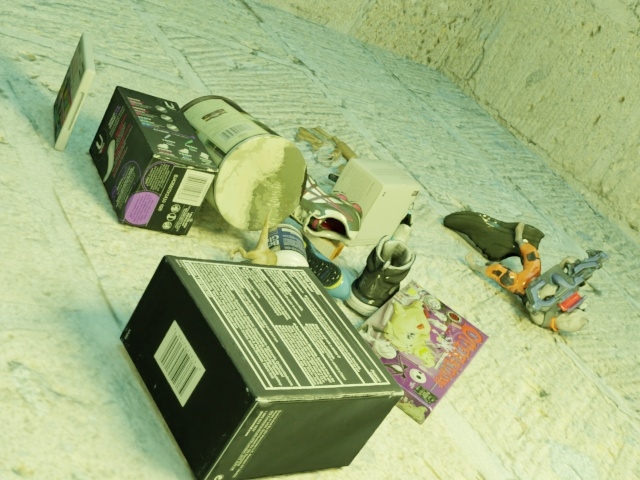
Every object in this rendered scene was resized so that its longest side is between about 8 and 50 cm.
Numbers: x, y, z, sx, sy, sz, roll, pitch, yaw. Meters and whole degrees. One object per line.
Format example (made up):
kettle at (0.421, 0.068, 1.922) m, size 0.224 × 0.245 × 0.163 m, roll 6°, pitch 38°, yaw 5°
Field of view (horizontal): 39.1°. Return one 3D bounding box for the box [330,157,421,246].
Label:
box at (0.118, -0.093, 2.174) m, size 0.119 × 0.182 × 0.181 m, roll 41°, pitch 24°, yaw 27°

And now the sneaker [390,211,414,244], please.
sneaker at (0.212, -0.044, 2.320) m, size 0.071 × 0.083 × 0.190 m, roll 25°, pitch 22°, yaw -12°

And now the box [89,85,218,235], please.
box at (-0.332, -0.157, 1.764) m, size 0.143 × 0.165 × 0.270 m, roll 11°, pitch 30°, yaw -37°

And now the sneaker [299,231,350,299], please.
sneaker at (-0.013, 0.057, 1.878) m, size 0.209 × 0.069 × 0.082 m, roll 40°, pitch -9°, yaw 40°

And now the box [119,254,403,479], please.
box at (-0.090, 0.187, 1.345) m, size 0.294 × 0.182 × 0.296 m, roll 6°, pitch 35°, yaw -44°

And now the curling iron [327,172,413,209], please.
curling iron at (0.137, -0.134, 2.458) m, size 0.274 × 0.035 × 0.068 m, roll 15°, pitch 65°, yaw -26°

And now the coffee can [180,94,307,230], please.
coffee can at (-0.179, -0.163, 1.852) m, size 0.202 × 0.201 × 0.275 m, roll 14°, pitch 17°, yaw -36°

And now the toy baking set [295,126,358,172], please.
toy baking set at (0.030, -0.252, 2.590) m, size 0.197 × 0.030 × 0.256 m, roll 1°, pitch 37°, yaw -46°

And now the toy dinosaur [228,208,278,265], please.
toy dinosaur at (-0.123, 0.035, 1.714) m, size 0.053 × 0.093 × 0.183 m, roll 51°, pitch 35°, yaw -52°

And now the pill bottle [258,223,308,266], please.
pill bottle at (-0.072, 0.045, 1.768) m, size 0.094 × 0.094 × 0.169 m, roll 23°, pitch 24°, yaw -20°

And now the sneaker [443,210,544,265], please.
sneaker at (0.477, -0.006, 2.539) m, size 0.286 × 0.130 × 0.109 m, roll 16°, pitch 0°, yaw 23°

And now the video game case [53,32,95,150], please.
video game case at (-0.502, -0.304, 1.829) m, size 0.023 × 0.183 × 0.201 m, roll 17°, pitch 27°, yaw -27°

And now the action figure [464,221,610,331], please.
action figure at (0.594, 0.108, 2.379) m, size 0.341 × 0.178 × 0.330 m, roll -20°, pitch 56°, yaw -31°

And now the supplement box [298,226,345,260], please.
supplement box at (0.000, 0.000, 2.023) m, size 0.098 × 0.036 × 0.062 m, roll 34°, pitch 23°, yaw 9°

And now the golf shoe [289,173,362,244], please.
golf shoe at (-0.032, -0.080, 1.978) m, size 0.273 × 0.105 × 0.120 m, roll 21°, pitch 29°, yaw -9°

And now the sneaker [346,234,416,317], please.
sneaker at (0.148, 0.060, 1.936) m, size 0.101 × 0.153 × 0.268 m, roll 34°, pitch 23°, yaw 6°

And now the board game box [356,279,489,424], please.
board game box at (0.189, 0.208, 1.776) m, size 0.208 × 0.056 × 0.347 m, roll 40°, pitch 31°, yaw 10°
